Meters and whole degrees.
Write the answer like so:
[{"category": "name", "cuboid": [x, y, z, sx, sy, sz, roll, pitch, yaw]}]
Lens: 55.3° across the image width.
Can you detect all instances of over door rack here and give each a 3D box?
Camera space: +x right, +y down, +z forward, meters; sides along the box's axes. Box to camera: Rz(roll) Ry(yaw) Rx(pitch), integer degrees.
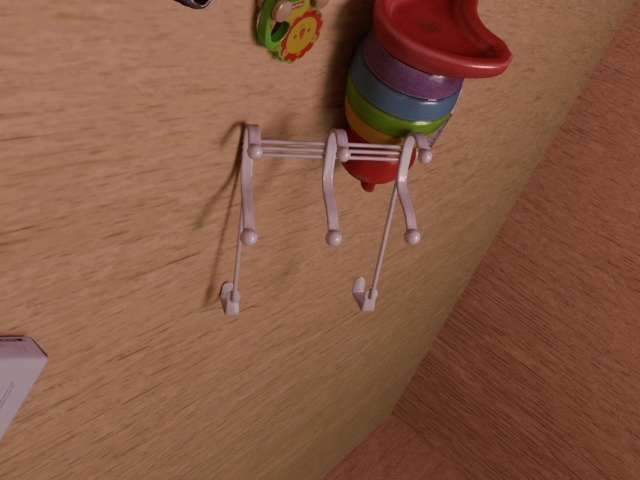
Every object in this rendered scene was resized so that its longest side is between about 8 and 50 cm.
[{"category": "over door rack", "cuboid": [0.000, 0.000, 0.836, 0.239, 0.108, 0.324, 0, 133, -16]}]

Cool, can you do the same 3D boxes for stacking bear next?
[{"category": "stacking bear", "cuboid": [0.108, -0.192, 0.861, 0.164, 0.175, 0.289, -5, 148, -20]}]

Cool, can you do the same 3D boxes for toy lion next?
[{"category": "toy lion", "cuboid": [-0.032, -0.239, 0.682, 0.100, 0.034, 0.096, -34, 158, -38]}]

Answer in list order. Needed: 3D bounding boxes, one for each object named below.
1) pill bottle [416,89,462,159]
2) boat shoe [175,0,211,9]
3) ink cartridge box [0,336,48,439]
[{"category": "pill bottle", "cuboid": [0.181, -0.214, 1.058, 0.137, 0.078, 0.078, -58, 157, 13]}, {"category": "boat shoe", "cuboid": [-0.099, -0.276, 0.436, 0.080, 0.073, 0.223, -37, 152, -35]}, {"category": "ink cartridge box", "cuboid": [-0.399, 0.188, 0.560, 0.223, 0.045, 0.224, -57, 156, 7]}]
